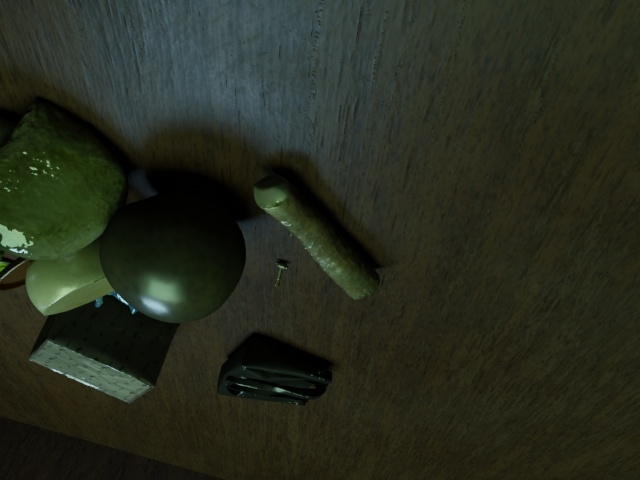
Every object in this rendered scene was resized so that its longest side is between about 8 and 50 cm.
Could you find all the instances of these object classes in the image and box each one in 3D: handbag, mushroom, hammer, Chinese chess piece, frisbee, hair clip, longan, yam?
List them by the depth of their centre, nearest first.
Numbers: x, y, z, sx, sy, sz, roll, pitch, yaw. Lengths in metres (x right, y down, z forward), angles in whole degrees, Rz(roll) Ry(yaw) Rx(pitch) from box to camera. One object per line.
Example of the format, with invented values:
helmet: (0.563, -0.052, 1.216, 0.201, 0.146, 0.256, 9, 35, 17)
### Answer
mushroom: (-0.486, -0.100, 1.489, 0.217, 0.212, 0.292, -24, 114, 39)
yam: (0.000, 0.000, 1.534, 0.081, 0.081, 0.357, -4, 148, 33)
longan: (-0.266, 0.024, 1.549, 0.258, 0.258, 0.258, 13, 152, 7)
Chinese chess piece: (-0.475, 0.060, 1.744, 0.251, 0.251, 0.097, -35, 79, 56)
frisbee: (-0.566, 0.037, 1.777, 0.021, 0.251, 0.251, 58, 147, 5)
hammer: (-0.086, 0.072, 1.780, 0.029, 0.014, 0.123, 25, 155, 3)
hair clip: (-0.741, 0.098, 2.150, 0.060, 0.033, 0.188, -18, 131, 44)
handbag: (-0.122, 0.358, 2.216, 0.257, 0.113, 0.285, 16, 152, -15)

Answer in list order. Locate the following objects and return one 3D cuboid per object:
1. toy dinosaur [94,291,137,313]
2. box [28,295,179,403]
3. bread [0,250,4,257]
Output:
toy dinosaur: (-0.481, 0.102, 1.982, 0.329, 0.076, 0.144, 16, 147, 24)
box: (-0.554, 0.262, 2.186, 0.297, 0.190, 0.225, 27, 149, -19)
bread: (-0.766, -0.011, 1.647, 0.308, 0.348, 0.348, 25, 151, -19)
